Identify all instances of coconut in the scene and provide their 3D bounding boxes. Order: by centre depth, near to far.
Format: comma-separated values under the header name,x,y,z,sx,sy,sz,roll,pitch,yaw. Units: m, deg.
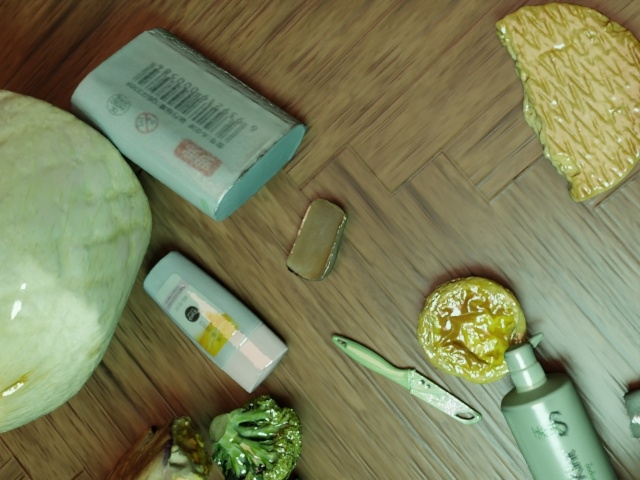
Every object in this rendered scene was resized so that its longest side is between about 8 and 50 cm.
name,x,y,z,sx,sy,sz,roll,pitch,yaw
coconut,-0.395,0.018,0.984,0.344,0.415,0.415,24,103,-18

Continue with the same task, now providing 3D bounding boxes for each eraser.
name,x,y,z,sx,sy,sz,roll,pitch,yaw
eraser,-0.156,-0.144,1.004,0.227,0.174,0.081,35,145,12

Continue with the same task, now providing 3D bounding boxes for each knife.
name,x,y,z,sx,sy,sz,roll,pitch,yaw
knife,0.103,0.167,1.020,0.207,0.014,0.030,30,103,11

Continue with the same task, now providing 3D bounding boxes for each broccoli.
name,x,y,z,sx,sy,sz,roll,pitch,yaw
broccoli,-0.083,0.250,1.027,0.130,0.120,0.131,-22,49,34

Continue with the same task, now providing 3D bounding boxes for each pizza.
name,x,y,z,sx,sy,sz,roll,pitch,yaw
pizza,-0.208,0.308,1.038,0.085,0.161,0.305,38,146,-12

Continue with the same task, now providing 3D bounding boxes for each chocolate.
name,x,y,z,sx,sy,sz,roll,pitch,yaw
chocolate,0.000,0.000,1.028,0.064,0.031,0.101,23,97,32

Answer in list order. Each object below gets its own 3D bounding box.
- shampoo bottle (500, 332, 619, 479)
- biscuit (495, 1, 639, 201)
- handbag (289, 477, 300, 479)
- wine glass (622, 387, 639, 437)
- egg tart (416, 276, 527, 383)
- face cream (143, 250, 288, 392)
name,x,y,z,sx,sy,sz,roll,pitch,yaw
shampoo bottle,0.269,0.235,0.922,0.085,0.085,0.262,-25,94,18
biscuit,0.293,-0.169,0.921,0.144,0.033,0.224,-27,87,15
handbag,-0.080,0.462,1.062,0.268,0.100,0.274,-27,86,21
wine glass,0.431,0.171,0.896,0.198,0.066,0.066,-15,90,20
egg tart,0.176,0.104,0.971,0.130,0.052,0.130,1,95,15
face cream,-0.136,0.102,1.064,0.198,0.057,0.084,41,105,11
